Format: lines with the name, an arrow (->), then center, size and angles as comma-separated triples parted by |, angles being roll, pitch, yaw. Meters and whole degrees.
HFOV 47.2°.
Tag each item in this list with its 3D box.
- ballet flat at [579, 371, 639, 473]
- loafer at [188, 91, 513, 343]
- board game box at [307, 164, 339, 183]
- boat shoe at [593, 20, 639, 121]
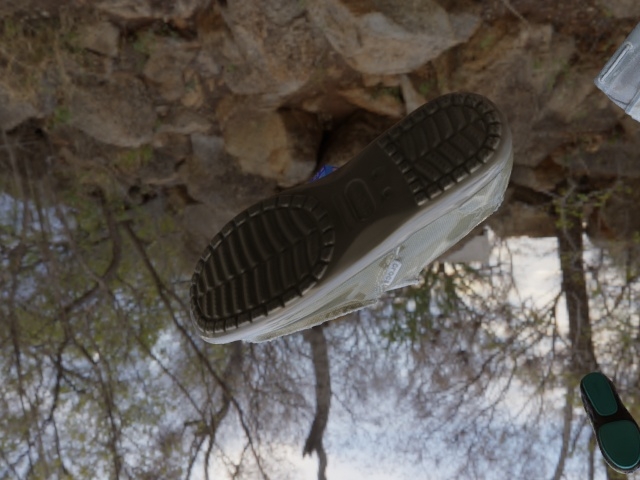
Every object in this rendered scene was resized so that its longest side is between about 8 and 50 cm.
ballet flat -> 0.271, 0.173, 0.676 | 0.041, 0.041, 0.114 | -5, -144, 4
loafer -> 0.024, 0.004, 0.522 | 0.269, 0.101, 0.092 | -30, 142, 19
board game box -> 0.000, 0.000, 1.269 | 0.047, 0.210, 0.160 | 9, 147, -29
boat shoe -> 0.303, -0.205, 0.613 | 0.081, 0.227, 0.079 | 38, -132, 19
